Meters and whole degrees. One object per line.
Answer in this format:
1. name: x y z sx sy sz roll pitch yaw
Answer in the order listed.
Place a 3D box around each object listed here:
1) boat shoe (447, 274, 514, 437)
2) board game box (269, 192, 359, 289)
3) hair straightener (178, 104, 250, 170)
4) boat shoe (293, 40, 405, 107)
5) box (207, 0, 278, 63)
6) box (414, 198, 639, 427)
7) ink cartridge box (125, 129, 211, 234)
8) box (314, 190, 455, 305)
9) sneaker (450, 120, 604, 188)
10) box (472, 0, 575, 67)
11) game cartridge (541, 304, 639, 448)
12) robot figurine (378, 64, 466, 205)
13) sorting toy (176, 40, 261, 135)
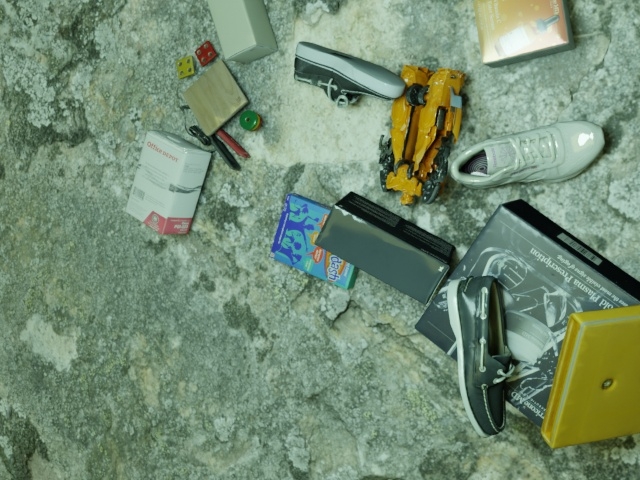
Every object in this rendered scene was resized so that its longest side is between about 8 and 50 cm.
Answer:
1. boat shoe: 0.309 0.215 1.492 0.091 0.114 0.303 -12 92 33
2. board game box: 0.000 0.000 1.846 0.210 0.047 0.160 21 104 20
3. hair straightener: -0.274 -0.245 1.949 0.230 0.047 0.089 43 111 15
4. boat shoe: 0.051 -0.340 1.734 0.306 0.113 0.105 28 116 33
5. box: -0.196 -0.554 1.846 0.094 0.113 0.275 -18 87 26
6. box: 0.425 0.143 1.590 0.343 0.179 0.312 38 111 17
7. ink cartridge box: -0.374 -0.143 1.967 0.158 0.092 0.218 29 109 34
8. box: 0.139 0.011 1.676 0.261 0.184 0.103 29 105 6
9. sneaker: 0.402 -0.159 1.583 0.305 0.152 0.114 -15 87 24
10. box: 0.401 -0.426 1.588 0.170 0.091 0.130 -10 91 26
11. game cartridge: 0.573 0.234 1.449 0.053 0.323 0.285 -121 29 -55
12. robot figurine: 0.213 -0.214 1.679 0.211 0.085 0.291 23 108 53
13. sorting toy: -0.247 -0.343 1.917 0.132 0.046 0.274 -38 71 19
